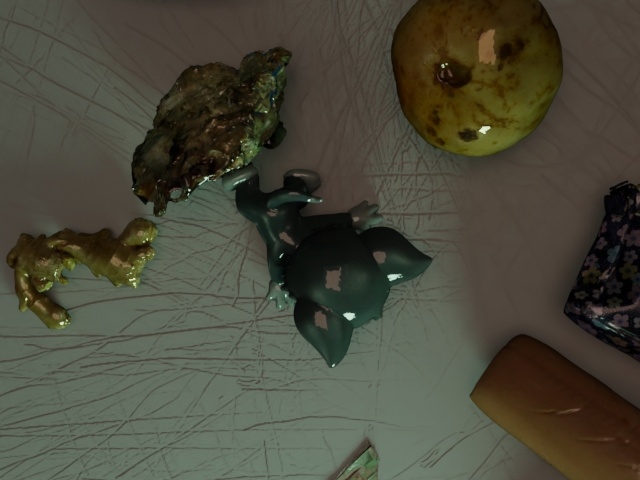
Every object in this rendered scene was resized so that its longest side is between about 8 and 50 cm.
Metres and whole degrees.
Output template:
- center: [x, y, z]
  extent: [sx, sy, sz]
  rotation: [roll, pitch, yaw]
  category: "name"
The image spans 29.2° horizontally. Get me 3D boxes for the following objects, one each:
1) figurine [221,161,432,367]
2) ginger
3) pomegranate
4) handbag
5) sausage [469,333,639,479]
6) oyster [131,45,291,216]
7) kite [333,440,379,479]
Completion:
- center: [-0.001, -0.003, 1.552]
  extent: [0.193, 0.140, 0.265]
  rotation: [-37, 101, -13]
  category: "figurine"
- center: [-0.322, 0.030, 1.619]
  extent: [0.176, 0.052, 0.193]
  rotation: [28, 93, 0]
  category: "ginger"
- center: [0.191, -0.215, 1.510]
  extent: [0.215, 0.215, 0.215]
  rotation: [0, 89, 5]
  category: "pomegranate"
- center: [0.422, 0.048, 1.509]
  extent: [0.228, 0.127, 0.208]
  rotation: [29, 78, -2]
  category: "handbag"
- center: [0.327, 0.235, 1.480]
  extent: [0.304, 0.121, 0.121]
  rotation: [36, 93, 27]
  category: "sausage"
- center: [-0.134, -0.144, 1.542]
  extent: [0.259, 0.198, 0.092]
  rotation: [-31, 131, -3]
  category: "oyster"
- center: [0.081, 0.374, 1.597]
  extent: [0.250, 0.012, 0.229]
  rotation: [-5, 90, 4]
  category: "kite"
